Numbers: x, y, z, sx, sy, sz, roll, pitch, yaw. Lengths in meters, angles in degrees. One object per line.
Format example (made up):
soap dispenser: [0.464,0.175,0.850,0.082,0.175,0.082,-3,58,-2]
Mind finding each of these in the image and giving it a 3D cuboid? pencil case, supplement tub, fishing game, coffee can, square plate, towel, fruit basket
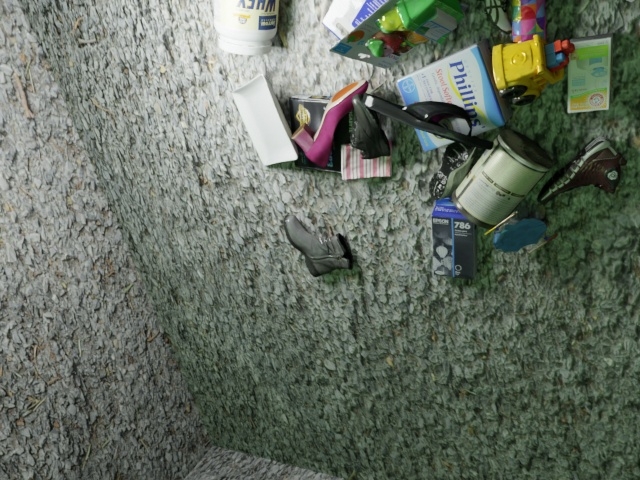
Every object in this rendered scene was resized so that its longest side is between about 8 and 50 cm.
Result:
pencil case: [0.614,-0.689,1.505,0.104,0.104,0.237,7,120,29]
supplement tub: [-0.268,-0.865,1.861,0.235,0.235,0.325,22,126,20]
fishing game: [0.691,-0.021,1.789,0.263,0.041,0.189,17,135,-31]
coffee can: [0.602,-0.201,1.718,0.201,0.201,0.275,37,129,8]
square plate: [-0.221,-0.482,2.094,0.347,0.049,0.344,6,122,61]
towel: [0.177,-0.308,1.978,0.196,0.029,0.144,-4,117,0]
fruit basket: [0.254,-0.654,1.607,0.353,0.326,0.166,-34,72,37]

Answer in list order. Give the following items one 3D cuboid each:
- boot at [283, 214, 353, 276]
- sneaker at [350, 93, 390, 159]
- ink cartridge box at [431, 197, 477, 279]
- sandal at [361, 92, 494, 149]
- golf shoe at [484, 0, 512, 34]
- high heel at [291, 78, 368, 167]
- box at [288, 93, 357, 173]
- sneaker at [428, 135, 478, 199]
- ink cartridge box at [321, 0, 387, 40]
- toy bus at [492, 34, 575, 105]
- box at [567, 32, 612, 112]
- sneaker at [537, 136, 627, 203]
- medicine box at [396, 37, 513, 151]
boot: [0.000,0.000,2.280,0.222,0.118,0.338,-19,116,35]
sneaker: [0.158,-0.392,1.836,0.130,0.109,0.286,-17,135,15]
ink cartridge box: [0.514,-0.013,1.972,0.165,0.065,0.333,6,118,30]
sandal: [0.338,-0.399,1.612,0.445,0.167,0.107,26,110,17]
golf shoe: [0.537,-0.721,1.547,0.093,0.077,0.198,-29,99,39]
high heel: [0.075,-0.432,1.910,0.181,0.127,0.377,41,130,-21]
box: [0.025,-0.421,2.039,0.293,0.073,0.296,13,123,26]
sneaker: [0.487,-0.260,1.826,0.100,0.107,0.272,62,143,36]
ink cartridge box: [0.165,-0.803,1.652,0.175,0.069,0.371,43,130,2]
toy bus: [0.635,-0.506,1.493,0.211,0.220,0.150,-12,79,41]
box: [0.790,-0.488,1.504,0.114,0.103,0.203,3,118,31]
sneaker: [0.848,-0.180,1.644,0.162,0.106,0.281,40,129,2]
medicine box: [0.446,-0.474,1.696,0.289,0.149,0.264,-15,107,37]
